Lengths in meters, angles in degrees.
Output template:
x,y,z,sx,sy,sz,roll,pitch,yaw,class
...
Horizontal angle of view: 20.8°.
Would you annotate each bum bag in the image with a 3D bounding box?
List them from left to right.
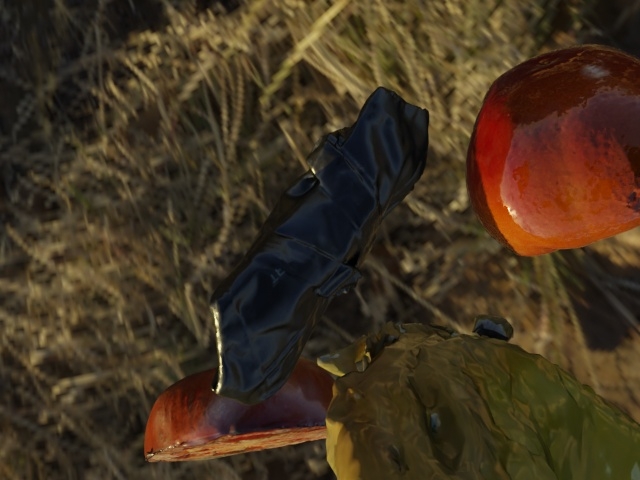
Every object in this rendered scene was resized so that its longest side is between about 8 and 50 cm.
x,y,z,sx,sy,sz,roll,pitch,yaw,class
0.000,0.000,1.441,0.310,0.074,0.137,-56,145,-21,bum bag

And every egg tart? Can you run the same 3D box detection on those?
x,y,z,sx,sy,sz,roll,pitch,yaw,class
0.089,0.161,0.436,0.120,0.315,0.315,-42,114,17,egg tart

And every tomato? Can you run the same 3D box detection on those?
x,y,z,sx,sy,sz,roll,pitch,yaw,class
-0.079,0.172,1.782,0.225,0.225,0.085,-11,78,-9,tomato
0.256,-0.098,1.740,0.259,0.260,0.180,-26,107,-2,tomato
